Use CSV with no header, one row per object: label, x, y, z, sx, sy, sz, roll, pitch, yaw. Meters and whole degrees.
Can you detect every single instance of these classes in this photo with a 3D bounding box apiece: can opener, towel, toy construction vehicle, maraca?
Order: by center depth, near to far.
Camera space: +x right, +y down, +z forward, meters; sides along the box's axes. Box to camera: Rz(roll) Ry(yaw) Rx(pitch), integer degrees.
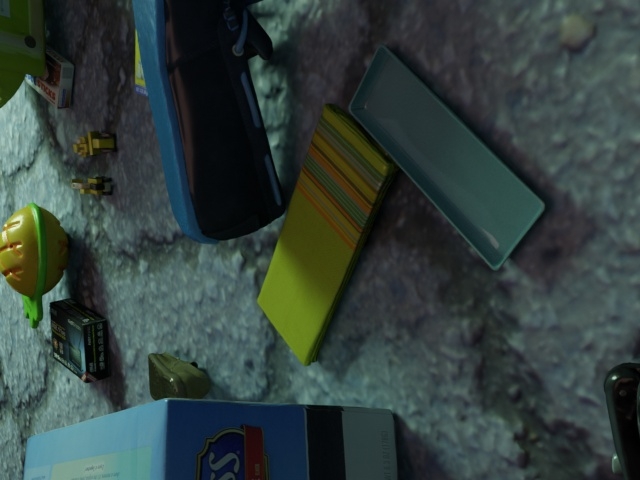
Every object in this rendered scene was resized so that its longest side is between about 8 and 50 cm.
can opener,0.212,0.162,0.472,0.059,0.073,0.186,-6,104,42
towel,0.000,0.000,0.709,0.102,0.021,0.237,50,134,36
toy construction vehicle,-0.307,-0.103,1.025,0.098,0.035,0.086,14,109,47
maraca,-0.426,0.036,1.143,0.127,0.099,0.186,31,117,57

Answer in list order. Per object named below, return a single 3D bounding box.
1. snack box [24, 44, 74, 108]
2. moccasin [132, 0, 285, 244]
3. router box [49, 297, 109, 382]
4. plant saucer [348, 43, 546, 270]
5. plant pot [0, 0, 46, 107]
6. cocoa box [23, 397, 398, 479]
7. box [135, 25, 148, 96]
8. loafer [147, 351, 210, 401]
snack box,-0.404,-0.251,1.111,0.178,0.022,0.064,37,123,38
moccasin,-0.102,-0.172,0.714,0.137,0.116,0.342,-144,46,-63
router box,-0.358,0.146,1.142,0.122,0.038,0.092,16,111,46
plant saucer,0.092,-0.067,0.585,0.192,0.018,0.067,53,134,28
plant pot,-0.500,-0.313,1.037,0.207,0.227,0.228,-11,82,36
cocoa box,-0.121,0.282,0.708,0.347,0.228,0.232,-25,59,49
box,-0.152,-0.235,0.809,0.105,0.043,0.179,25,115,43
loafer,-0.172,0.169,0.927,0.148,0.050,0.056,18,110,63
